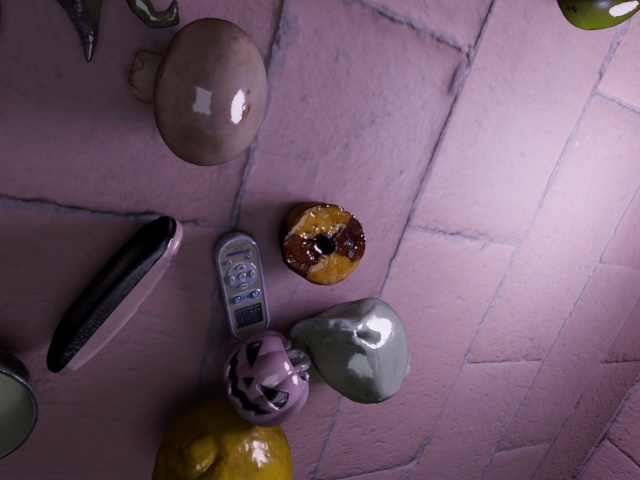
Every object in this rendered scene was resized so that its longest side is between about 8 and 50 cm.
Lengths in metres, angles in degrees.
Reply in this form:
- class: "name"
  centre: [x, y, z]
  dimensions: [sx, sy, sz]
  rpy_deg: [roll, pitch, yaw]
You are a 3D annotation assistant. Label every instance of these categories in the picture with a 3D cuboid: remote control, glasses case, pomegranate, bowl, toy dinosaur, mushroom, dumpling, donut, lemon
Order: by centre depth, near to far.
- class: "toy dinosaur"
  centre: [-0.277, -0.385, 0.563]
  dimensions: [0.162, 0.077, 0.295]
  rpy_deg: [-12, 106, -17]
- class: "mushroom"
  centre: [-0.180, -0.215, 0.653]
  dimensions: [0.204, 0.204, 0.204]
  rpy_deg: [-12, 120, -21]
- class: "bowl"
  centre: [-0.565, 0.249, 0.724]
  dimensions: [0.211, 0.112, 0.212]
  rpy_deg: [-12, 121, -20]
- class: "glasses case"
  centre: [-0.338, 0.088, 0.749]
  dimensions: [0.075, 0.122, 0.314]
  rpy_deg: [39, 93, -31]
- class: "pomegranate"
  centre: [0.511, -0.501, 0.852]
  dimensions: [0.224, 0.181, 0.182]
  rpy_deg: [10, 111, -15]
- class: "remote control"
  centre: [-0.154, 0.094, 0.895]
  dimensions: [0.087, 0.047, 0.245]
  rpy_deg: [-17, 121, -23]
- class: "donut"
  centre: [0.000, 0.000, 0.907]
  dimensions: [0.184, 0.073, 0.166]
  rpy_deg: [21, 105, -33]
- class: "lemon"
  centre: [-0.189, 0.471, 0.949]
  dimensions: [0.316, 0.285, 0.286]
  rpy_deg: [9, 113, -55]
- class: "dumpling"
  centre: [0.075, 0.253, 0.999]
  dimensions: [0.269, 0.212, 0.321]
  rpy_deg: [-27, 113, -8]

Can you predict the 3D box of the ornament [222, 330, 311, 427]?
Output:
- class: "ornament"
  centre: [-0.098, 0.264, 0.889]
  dimensions: [0.177, 0.177, 0.178]
  rpy_deg: [-12, 120, -21]
